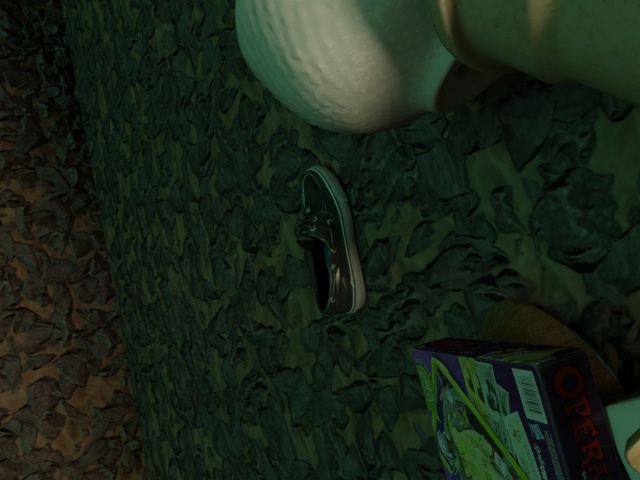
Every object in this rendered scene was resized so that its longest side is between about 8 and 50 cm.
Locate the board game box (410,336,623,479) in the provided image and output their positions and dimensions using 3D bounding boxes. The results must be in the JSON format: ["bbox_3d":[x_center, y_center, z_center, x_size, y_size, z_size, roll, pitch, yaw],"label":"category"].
[{"bbox_3d":[0.174,0.252,0.490,0.208,0.056,0.346,160,96,-70],"label":"board game box"}]

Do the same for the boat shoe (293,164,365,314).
[{"bbox_3d":[0.000,0.000,0.907,0.080,0.076,0.228,-20,80,56],"label":"boat shoe"}]

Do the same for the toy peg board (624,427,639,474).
[{"bbox_3d":[0.252,0.081,0.256,0.161,0.079,0.161,40,118,18],"label":"toy peg board"}]

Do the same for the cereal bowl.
[{"bbox_3d":[0.104,-0.210,0.504,0.141,0.339,0.339,47,137,13],"label":"cereal bowl"}]

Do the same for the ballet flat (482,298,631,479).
[{"bbox_3d":[0.234,0.192,0.557,0.342,0.124,0.116,57,140,33],"label":"ballet flat"}]

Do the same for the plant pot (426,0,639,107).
[{"bbox_3d":[0.276,-0.157,0.292,0.305,0.334,0.333,45,132,27],"label":"plant pot"}]

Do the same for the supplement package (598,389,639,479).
[{"bbox_3d":[0.340,0.198,0.354,0.175,0.178,0.292,-43,61,50],"label":"supplement package"}]
